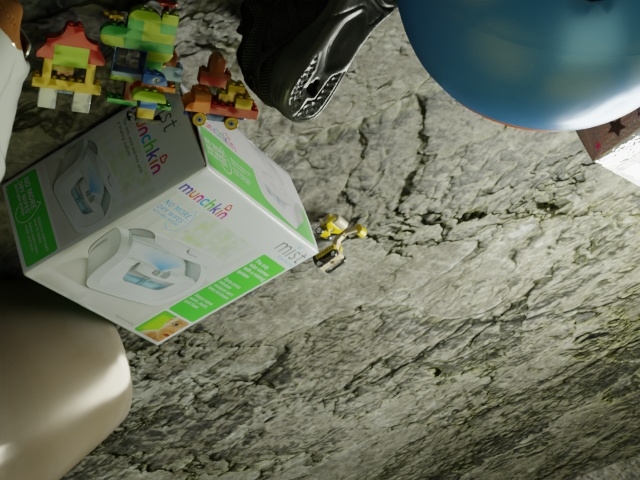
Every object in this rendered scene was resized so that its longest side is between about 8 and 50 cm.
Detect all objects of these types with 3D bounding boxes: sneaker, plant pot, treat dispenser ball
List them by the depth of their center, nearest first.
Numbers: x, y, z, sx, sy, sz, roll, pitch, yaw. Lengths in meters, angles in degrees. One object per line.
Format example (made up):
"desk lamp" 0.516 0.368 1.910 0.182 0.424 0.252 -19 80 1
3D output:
"treat dispenser ball" 0.210 -0.240 1.254 0.288 0.288 0.288 -17 150 -10
"sneaker" -0.308 -0.131 1.267 0.106 0.123 0.290 32 155 -7
"sneaker" -0.001 -0.232 1.345 0.228 0.130 0.087 -55 142 0
"plant pot" -0.374 0.175 1.555 0.280 0.323 0.323 -22 155 -35

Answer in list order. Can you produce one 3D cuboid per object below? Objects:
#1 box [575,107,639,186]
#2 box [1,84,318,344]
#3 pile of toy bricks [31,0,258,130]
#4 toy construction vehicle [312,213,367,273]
"box" 0.388 -0.183 1.464 0.247 0.142 0.163 -39 148 25
"box" -0.168 -0.025 1.516 0.231 0.127 0.262 -29 150 13
"pile of toy bricks" -0.162 -0.177 1.314 0.212 0.118 0.105 6 114 -17
"toy construction vehicle" 0.000 0.000 1.775 0.098 0.035 0.086 -38 137 20
